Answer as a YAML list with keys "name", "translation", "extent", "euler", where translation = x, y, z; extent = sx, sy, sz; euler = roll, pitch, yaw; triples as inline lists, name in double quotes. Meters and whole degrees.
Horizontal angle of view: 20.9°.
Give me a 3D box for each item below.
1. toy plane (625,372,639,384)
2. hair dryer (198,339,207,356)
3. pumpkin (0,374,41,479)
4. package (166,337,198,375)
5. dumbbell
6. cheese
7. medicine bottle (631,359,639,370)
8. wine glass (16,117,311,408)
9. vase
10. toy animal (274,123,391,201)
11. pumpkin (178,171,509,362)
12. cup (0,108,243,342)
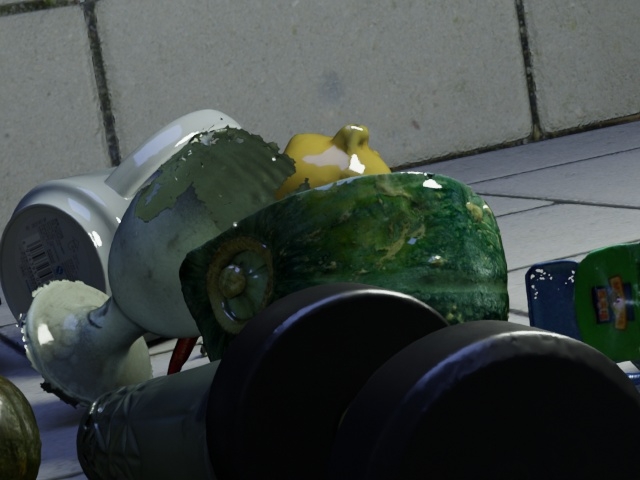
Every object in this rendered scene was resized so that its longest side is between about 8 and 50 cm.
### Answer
- name: "toy plane"
  translation: [0.261, 0.131, 1.573]
  extent: [0.167, 0.054, 0.062]
  euler: [-9, 33, 10]
- name: "hair dryer"
  translation: [-0.008, 0.087, 2.198]
  extent: [0.229, 0.092, 0.267]
  euler: [-1, 24, 18]
- name: "pumpkin"
  translation: [-0.351, 0.184, 1.507]
  extent: [0.223, 0.157, 0.223]
  euler: [-15, -2, -1]
- name: "package"
  translation: [-0.136, 0.076, 1.986]
  extent: [0.022, 0.200, 0.083]
  euler: [25, 15, 3]
- name: "dumbbell"
  translation: [0.064, 0.141, 1.141]
  extent: [0.203, 0.204, 0.322]
  euler: [-12, 8, -19]
- name: "cheese"
  translation: [0.329, 0.049, 1.504]
  extent: [0.320, 0.204, 0.083]
  euler: [-8, -5, 26]
- name: "medicine bottle"
  translation: [0.356, 0.053, 1.626]
  extent: [0.147, 0.147, 0.143]
  euler: [-4, 11, 33]
- name: "wine glass"
  translation: [-0.154, 0.034, 1.834]
  extent: [0.357, 0.190, 0.190]
  euler: [-42, -14, 36]
- name: "vase"
  translation: [-0.096, 0.172, 1.404]
  extent: [0.251, 0.156, 0.301]
  euler: [-44, 19, -29]
- name: "toy animal"
  translation: [-0.002, -0.004, 1.934]
  extent: [0.169, 0.281, 0.195]
  euler: [41, 32, 20]
- name: "pumpkin"
  translation: [0.037, 0.083, 1.606]
  extent: [0.293, 0.197, 0.263]
  euler: [-29, -25, 37]
- name: "cup"
  translation: [-0.226, -0.018, 2.280]
  extent: [0.237, 0.323, 0.327]
  euler: [37, 30, 26]
